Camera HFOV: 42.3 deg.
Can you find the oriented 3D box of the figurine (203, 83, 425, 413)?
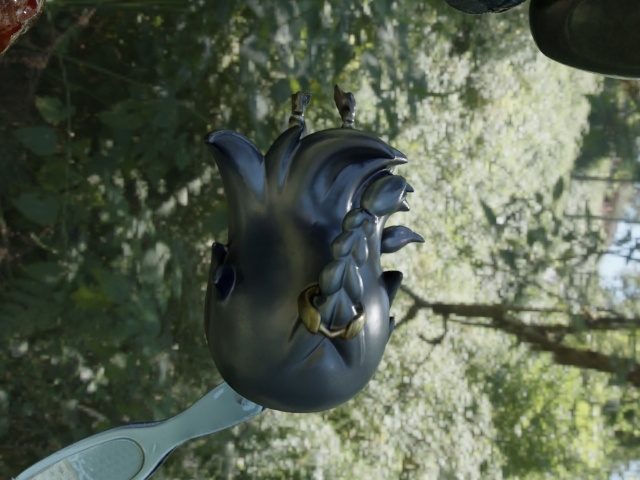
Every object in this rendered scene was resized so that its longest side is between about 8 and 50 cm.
[{"bbox_3d":[-0.010,0.012,0.692,0.197,0.175,0.264,-51,142,-68],"label":"figurine"}]

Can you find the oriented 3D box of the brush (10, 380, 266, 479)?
[{"bbox_3d":[-0.175,0.208,0.818,0.068,0.297,0.060,60,-37,12],"label":"brush"}]

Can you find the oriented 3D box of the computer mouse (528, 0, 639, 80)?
[{"bbox_3d":[0.301,-0.192,0.541,0.114,0.203,0.374,56,-25,-11],"label":"computer mouse"}]

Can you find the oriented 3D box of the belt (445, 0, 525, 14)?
[{"bbox_3d":[0.155,-0.261,0.618,0.190,0.082,0.141,-50,-159,35],"label":"belt"}]

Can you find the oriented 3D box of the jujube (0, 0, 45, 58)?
[{"bbox_3d":[-0.285,-0.199,0.494,0.243,0.183,0.183,40,32,-22],"label":"jujube"}]
